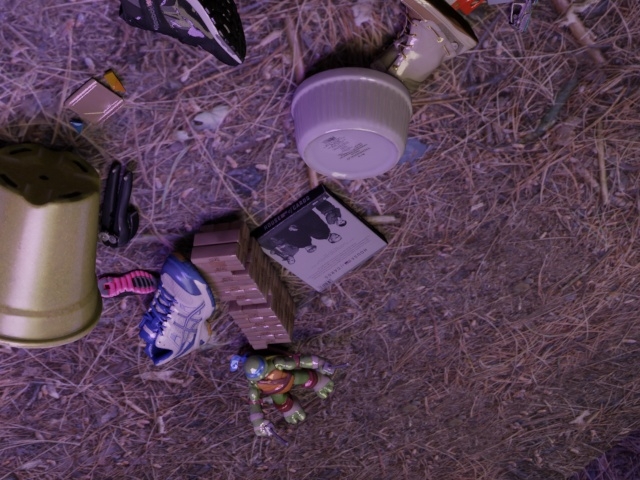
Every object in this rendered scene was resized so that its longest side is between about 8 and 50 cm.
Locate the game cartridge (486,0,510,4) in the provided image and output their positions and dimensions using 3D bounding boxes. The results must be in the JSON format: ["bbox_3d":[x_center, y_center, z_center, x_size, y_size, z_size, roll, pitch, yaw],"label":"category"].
[{"bbox_3d":[0.300,-0.428,1.980,0.056,0.017,0.083,-13,140,-16],"label":"game cartridge"}]

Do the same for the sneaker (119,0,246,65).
[{"bbox_3d":[-0.219,-0.342,1.725,0.124,0.107,0.283,-20,141,23],"label":"sneaker"}]

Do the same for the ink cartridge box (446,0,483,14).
[{"bbox_3d":[0.228,-0.410,1.944,0.063,0.029,0.115,-39,128,21],"label":"ink cartridge box"}]

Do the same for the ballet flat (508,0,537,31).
[{"bbox_3d":[0.345,-0.401,2.016,0.041,0.041,0.114,-1,136,-23],"label":"ballet flat"}]

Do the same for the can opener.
[{"bbox_3d":[-0.355,-0.059,2.089,0.059,0.073,0.186,20,135,11],"label":"can opener"}]

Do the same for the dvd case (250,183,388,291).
[{"bbox_3d":[0.000,0.000,2.328,0.179,0.029,0.239,-34,140,15],"label":"dvd case"}]

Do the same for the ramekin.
[{"bbox_3d":[0.052,-0.188,2.017,0.207,0.109,0.207,1,153,1],"label":"ramekin"}]

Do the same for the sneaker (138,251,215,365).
[{"bbox_3d":[-0.278,0.143,2.259,0.131,0.112,0.296,-33,151,-24],"label":"sneaker"}]

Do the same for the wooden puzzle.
[{"bbox_3d":[-0.361,-0.223,1.920,0.116,0.014,0.078,-32,136,12],"label":"wooden puzzle"}]

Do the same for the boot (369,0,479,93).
[{"bbox_3d":[0.142,-0.334,1.972,0.165,0.077,0.213,-37,139,22],"label":"boot"}]

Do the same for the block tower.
[{"bbox_3d":[-0.138,0.087,2.297,0.097,0.091,0.335,-5,145,16],"label":"block tower"}]

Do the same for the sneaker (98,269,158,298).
[{"bbox_3d":[-0.367,0.088,2.261,0.119,0.047,0.057,-4,160,-20],"label":"sneaker"}]

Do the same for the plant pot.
[{"bbox_3d":[-0.470,-0.009,1.952,0.276,0.276,0.254,2,124,-26],"label":"plant pot"}]

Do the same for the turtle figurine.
[{"bbox_3d":[-0.050,0.335,2.533,0.275,0.197,0.266,12,170,23],"label":"turtle figurine"}]
